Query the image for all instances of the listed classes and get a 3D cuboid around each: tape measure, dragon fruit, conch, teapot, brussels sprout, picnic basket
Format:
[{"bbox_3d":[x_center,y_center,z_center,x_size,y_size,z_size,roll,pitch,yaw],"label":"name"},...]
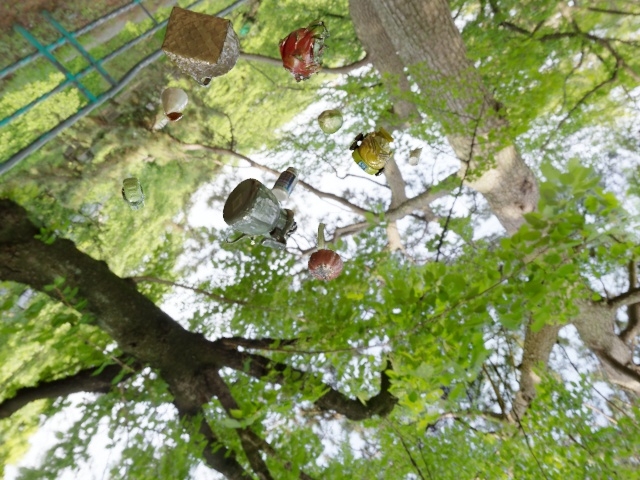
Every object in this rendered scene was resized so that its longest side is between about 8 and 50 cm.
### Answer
[{"bbox_3d":[-0.999,-0.247,2.132,0.106,0.175,0.200,-13,-155,-19],"label":"tape measure"},{"bbox_3d":[-0.048,-0.766,1.639,0.269,0.200,0.198,-1,-133,41],"label":"dragon fruit"},{"bbox_3d":[-0.541,-0.501,1.490,0.104,0.094,0.176,-49,-135,29],"label":"conch"},{"bbox_3d":[-0.217,-0.095,1.650,0.305,0.285,0.223,23,-98,52],"label":"teapot"},{"bbox_3d":[0.054,-0.666,2.244,0.155,0.155,0.117,-33,-136,21],"label":"brussels sprout"},{"bbox_3d":[-0.543,-0.884,1.882,0.337,0.338,0.292,5,-101,59],"label":"picnic basket"}]

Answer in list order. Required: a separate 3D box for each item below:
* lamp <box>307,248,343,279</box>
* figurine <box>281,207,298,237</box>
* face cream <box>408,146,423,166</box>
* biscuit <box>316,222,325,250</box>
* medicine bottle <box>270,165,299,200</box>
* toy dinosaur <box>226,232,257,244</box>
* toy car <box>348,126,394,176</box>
[{"bbox_3d":[0.026,0.116,2.017,0.182,0.182,0.140,-28,-151,29],"label":"lamp"},{"bbox_3d":[-0.253,-0.109,2.484,0.175,0.265,0.197,-39,172,-14],"label":"figurine"},{"bbox_3d":[0.536,-0.487,2.279,0.092,0.058,0.243,-12,-156,23],"label":"face cream"},{"bbox_3d":[0.000,0.000,2.319,0.252,0.052,0.150,93,-2,-76],"label":"biscuit"},{"bbox_3d":[-0.187,-0.314,2.188,0.107,0.107,0.191,-15,-140,45],"label":"medicine bottle"},{"bbox_3d":[-0.351,-0.053,2.185,0.363,0.076,0.147,-28,-151,1],"label":"toy dinosaur"},{"bbox_3d":[0.253,-0.420,1.843,0.142,0.200,0.247,-37,-161,42],"label":"toy car"}]
